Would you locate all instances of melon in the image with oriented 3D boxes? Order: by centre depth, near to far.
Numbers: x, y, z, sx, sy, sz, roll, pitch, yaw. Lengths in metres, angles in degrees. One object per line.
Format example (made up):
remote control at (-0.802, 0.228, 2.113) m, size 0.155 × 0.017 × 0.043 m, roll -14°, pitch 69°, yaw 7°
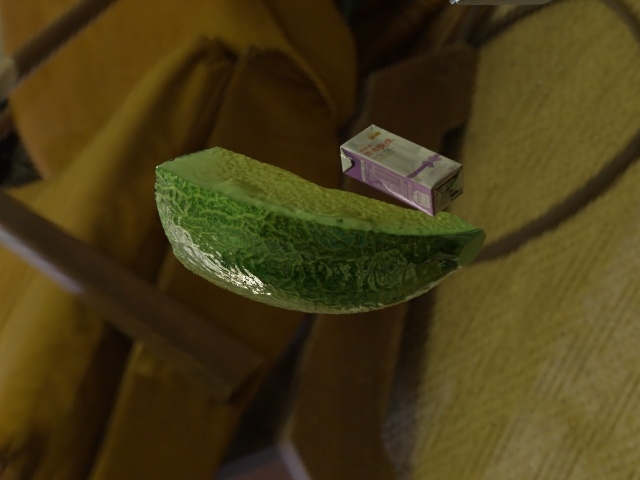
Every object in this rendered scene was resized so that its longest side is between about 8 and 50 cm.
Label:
melon at (0.000, 0.000, 1.500) m, size 0.323 × 0.196 × 0.124 m, roll 12°, pitch 60°, yaw 24°

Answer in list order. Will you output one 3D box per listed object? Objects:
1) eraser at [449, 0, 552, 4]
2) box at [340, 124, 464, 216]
eraser at (0.128, -0.199, 1.031) m, size 0.027 × 0.085 × 0.063 m, roll -17°, pitch 79°, yaw 58°
box at (0.077, -0.067, 1.384) m, size 0.117 × 0.036 × 0.050 m, roll 27°, pitch 48°, yaw 33°
